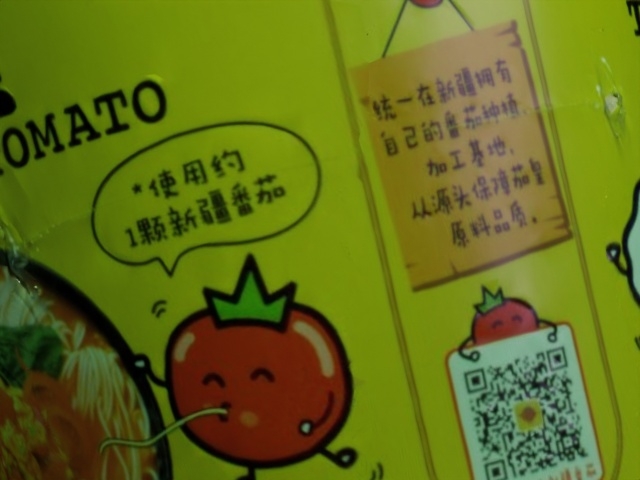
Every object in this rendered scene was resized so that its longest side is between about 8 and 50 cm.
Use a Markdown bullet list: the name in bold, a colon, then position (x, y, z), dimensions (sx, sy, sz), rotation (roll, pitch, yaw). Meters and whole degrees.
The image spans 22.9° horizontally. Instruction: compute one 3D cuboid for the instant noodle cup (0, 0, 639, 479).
- **instant noodle cup**: position (0.000, 0.000, 0.563), dimensions (0.326, 0.326, 0.254), rotation (-6, 81, -53)
